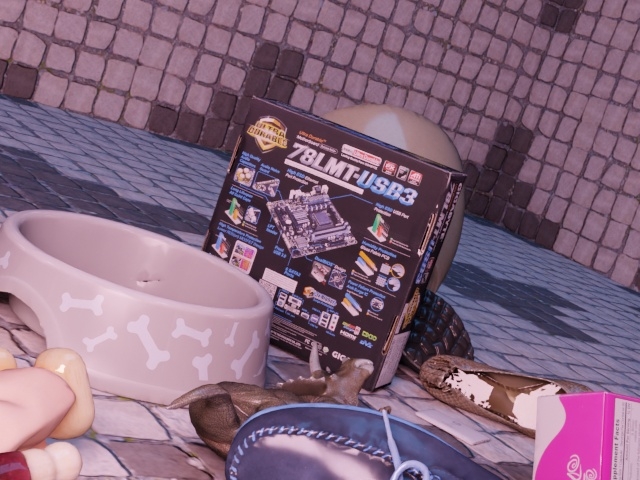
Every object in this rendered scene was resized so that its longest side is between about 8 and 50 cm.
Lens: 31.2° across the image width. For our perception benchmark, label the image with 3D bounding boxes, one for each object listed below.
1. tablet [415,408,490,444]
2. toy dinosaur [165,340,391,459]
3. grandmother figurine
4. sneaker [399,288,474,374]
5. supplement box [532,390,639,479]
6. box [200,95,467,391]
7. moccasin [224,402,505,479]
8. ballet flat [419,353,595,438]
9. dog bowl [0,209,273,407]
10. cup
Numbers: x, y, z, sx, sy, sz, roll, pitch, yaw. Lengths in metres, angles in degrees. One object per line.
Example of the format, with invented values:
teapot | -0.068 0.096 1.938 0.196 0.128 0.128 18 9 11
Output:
tablet | 0.160 0.224 1.382 0.083 0.006 0.054 26 11 31
toy dinosaur | -0.043 0.173 1.035 0.160 0.121 0.313 12 7 41
grandmother figurine | -0.258 0.146 0.743 0.208 0.104 0.342 -7 7 14
sneaker | 0.083 0.108 1.589 0.283 0.107 0.124 38 -31 -3
supplement box | 0.355 0.239 1.269 0.220 0.114 0.111 15 -17 -26
box | 0.000 0.000 1.459 0.295 0.293 0.073 23 9 22
moccasin | 0.090 0.220 0.879 0.342 0.138 0.117 18 14 -1
ballet flat | 0.245 0.199 1.455 0.250 0.084 0.058 17 -7 14
dog bowl | -0.210 0.065 1.261 0.348 0.102 0.349 18 10 -3
cup | 0.083 -0.012 1.781 0.331 0.331 0.237 16 35 -20
